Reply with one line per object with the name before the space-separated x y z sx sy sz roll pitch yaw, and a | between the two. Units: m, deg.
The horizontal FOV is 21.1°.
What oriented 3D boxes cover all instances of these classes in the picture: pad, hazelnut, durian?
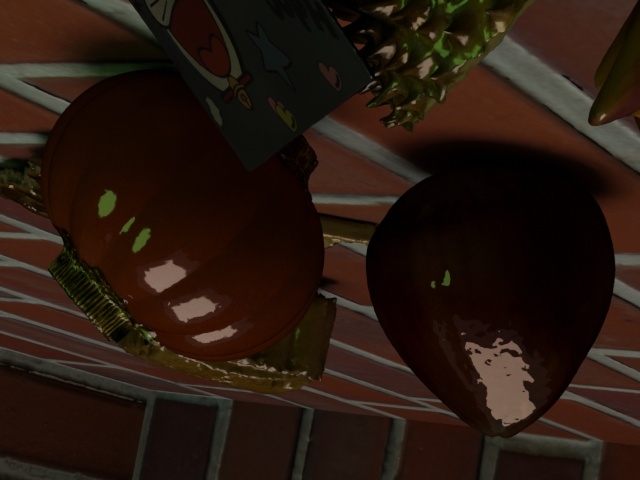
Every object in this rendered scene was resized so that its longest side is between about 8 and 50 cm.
pad | -0.056 -0.121 0.833 0.170 0.006 0.245 55 164 -3
hazelnut | 0.131 0.046 1.300 0.208 0.208 0.208 10 169 2
durian | 0.064 -0.123 0.771 0.139 0.144 0.252 -10 167 -10

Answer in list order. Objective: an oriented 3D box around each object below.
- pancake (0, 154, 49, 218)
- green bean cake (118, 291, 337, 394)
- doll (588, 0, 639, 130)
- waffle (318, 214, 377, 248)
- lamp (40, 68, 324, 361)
pancake | -0.227 -0.051 1.588 0.244 0.057 0.266 14 168 31
green bean cake | -0.110 0.101 2.000 0.229 0.131 0.224 14 170 -16
doll | 0.259 -0.070 0.718 0.269 0.162 0.166 19 -175 7
waffle | 0.000 0.000 1.662 0.097 0.023 0.153 12 168 -3
lamp | -0.095 -0.018 1.202 0.223 0.196 0.223 47 173 8
